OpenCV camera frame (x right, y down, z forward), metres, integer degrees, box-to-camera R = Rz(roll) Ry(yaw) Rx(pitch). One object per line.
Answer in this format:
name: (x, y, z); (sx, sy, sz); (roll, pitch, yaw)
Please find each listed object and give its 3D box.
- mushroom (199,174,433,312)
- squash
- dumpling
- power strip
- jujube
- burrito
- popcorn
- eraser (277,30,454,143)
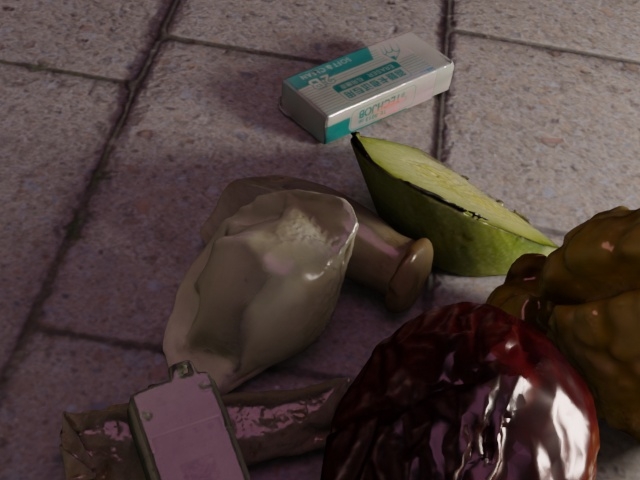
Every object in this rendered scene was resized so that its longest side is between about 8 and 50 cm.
mushroom: (0.000, -0.008, 1.006); (0.247, 0.096, 0.108); (19, 45, 8)
squash: (0.141, -0.056, 1.040); (0.237, 0.155, 0.204); (36, 53, 26)
dumpling: (-0.065, 0.037, 0.931); (0.166, 0.215, 0.126); (38, 22, 34)
power strip: (-0.084, 0.230, 0.753); (0.078, 0.052, 0.272); (-16, 67, -20)
jujube: (0.103, 0.222, 0.743); (0.216, 0.216, 0.342); (16, 54, 7)
burrito: (-0.092, 0.169, 0.849); (0.275, 0.059, 0.082); (-8, 59, -15)
popcorn: (0.302, 0.080, 0.873); (0.332, 0.265, 0.225); (12, 70, 36)
eraser: (0.062, -0.204, 1.237); (0.225, 0.052, 0.095); (-27, 54, -30)
